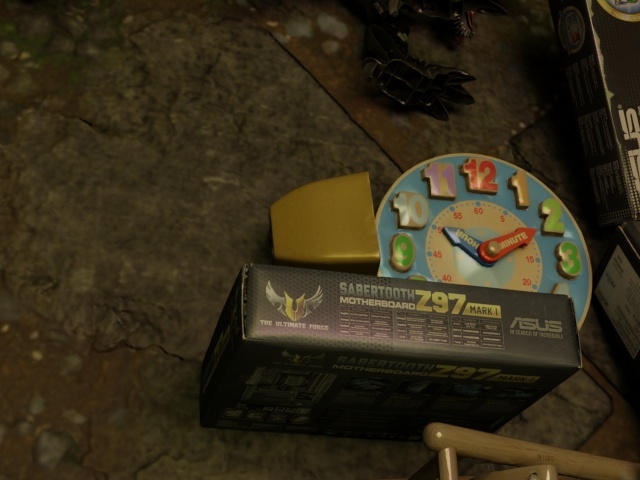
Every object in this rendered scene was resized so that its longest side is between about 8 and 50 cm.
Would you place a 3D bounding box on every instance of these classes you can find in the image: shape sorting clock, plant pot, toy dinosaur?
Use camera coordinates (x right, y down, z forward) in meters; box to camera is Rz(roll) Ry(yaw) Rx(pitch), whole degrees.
[{"bbox_3d":[0.143,0.015,0.862,0.206,0.040,0.206,7,61,-12],"label":"shape sorting clock"},{"bbox_3d":[0.000,0.000,0.809,0.083,0.081,0.081,-5,64,-5],"label":"plant pot"},{"bbox_3d":[0.079,-0.244,0.947,0.322,0.164,0.218,-18,53,-4],"label":"toy dinosaur"}]

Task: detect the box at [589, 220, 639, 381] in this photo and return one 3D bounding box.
[{"bbox_3d":[0.439,0.141,0.782,0.318,0.097,0.395,-3,44,-16],"label":"box"}]

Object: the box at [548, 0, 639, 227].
[{"bbox_3d":[0.334,-0.164,0.918,0.216,0.060,0.270,-11,87,-19],"label":"box"}]

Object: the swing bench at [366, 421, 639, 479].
[{"bbox_3d":[0.171,0.273,0.663,0.255,0.165,0.253,6,61,-14],"label":"swing bench"}]

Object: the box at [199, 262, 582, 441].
[{"bbox_3d":[0.040,0.089,0.710,0.233,0.183,0.059,5,62,-13],"label":"box"}]
